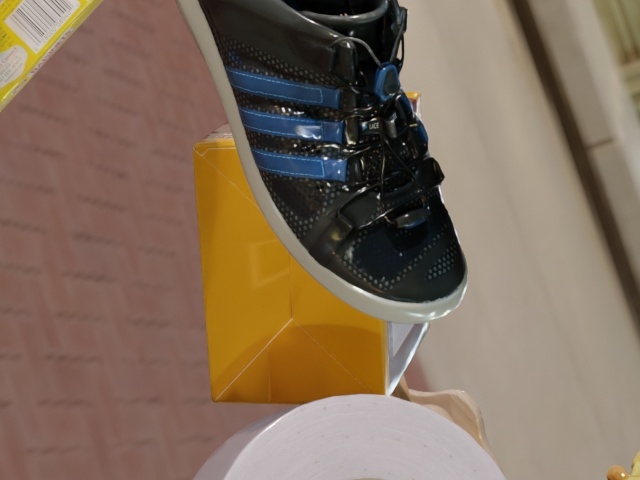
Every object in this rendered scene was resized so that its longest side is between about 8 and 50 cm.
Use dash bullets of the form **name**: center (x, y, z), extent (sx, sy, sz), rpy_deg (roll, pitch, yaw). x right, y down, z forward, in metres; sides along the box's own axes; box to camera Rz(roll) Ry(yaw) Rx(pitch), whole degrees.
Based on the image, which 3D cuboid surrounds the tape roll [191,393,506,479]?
- **tape roll**: center (0.018, 0.205, 1.126), extent (0.072, 0.219, 0.219), rpy_deg (-30, -104, 66)

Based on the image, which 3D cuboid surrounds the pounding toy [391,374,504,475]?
- **pounding toy**: center (0.056, 0.207, 1.567), extent (0.155, 0.154, 0.269), rpy_deg (-18, 86, -65)

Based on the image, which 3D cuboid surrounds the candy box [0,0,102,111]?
- **candy box**: center (-0.260, -0.151, 1.384), extent (0.105, 0.206, 0.027), rpy_deg (46, 11, 8)

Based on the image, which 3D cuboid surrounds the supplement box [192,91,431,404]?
- **supplement box**: center (0.000, 0.000, 1.368), extent (0.194, 0.129, 0.191), rpy_deg (-48, 137, -70)

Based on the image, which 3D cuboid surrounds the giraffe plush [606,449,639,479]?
- **giraffe plush**: center (0.290, 0.271, 1.543), extent (0.170, 0.181, 0.210), rpy_deg (28, -49, 44)

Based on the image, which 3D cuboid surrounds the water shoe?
- **water shoe**: center (0.004, -0.060, 0.743), extent (0.073, 0.080, 0.203), rpy_deg (-29, 86, -33)
